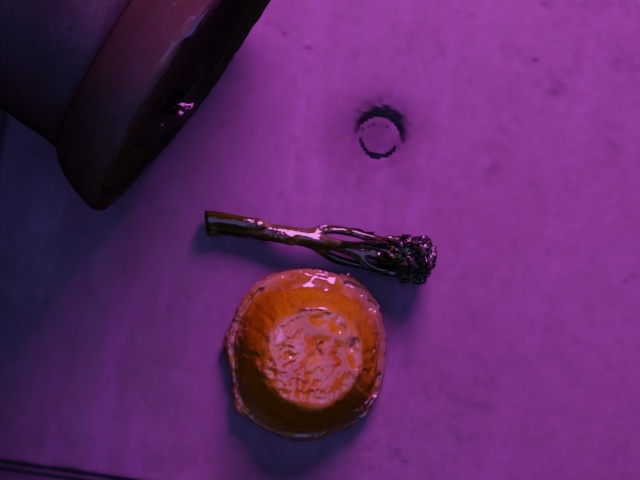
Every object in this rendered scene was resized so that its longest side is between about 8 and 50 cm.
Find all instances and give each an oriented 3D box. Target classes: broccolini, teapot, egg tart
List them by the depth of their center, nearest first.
[{"bbox_3d":[-0.178,-0.209,0.737,0.337,0.200,0.270,35,127,-1],"label":"teapot"},{"bbox_3d":[-0.006,0.067,0.840,0.105,0.039,0.105,0,89,-6],"label":"egg tart"},{"bbox_3d":[0.000,0.000,0.844,0.139,0.035,0.030,11,84,-3],"label":"broccolini"}]
